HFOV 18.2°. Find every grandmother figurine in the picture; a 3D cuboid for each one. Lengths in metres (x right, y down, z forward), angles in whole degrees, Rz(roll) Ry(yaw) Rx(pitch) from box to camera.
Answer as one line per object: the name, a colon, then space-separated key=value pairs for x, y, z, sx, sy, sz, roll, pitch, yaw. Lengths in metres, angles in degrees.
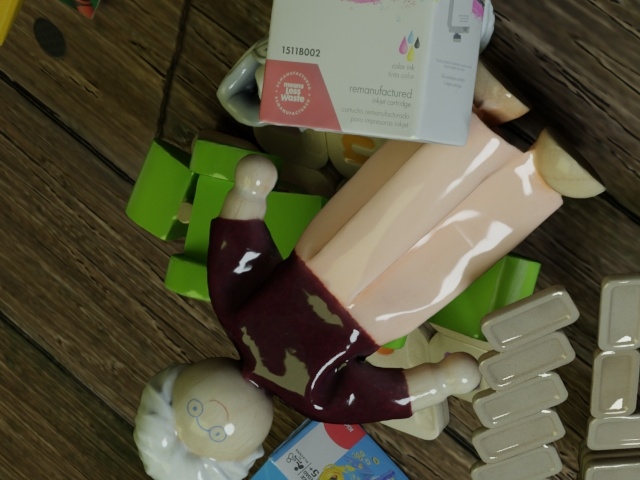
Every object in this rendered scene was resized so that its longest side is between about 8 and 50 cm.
grandmother figurine: x=0.009 y=0.032 z=1.278 sx=0.342 sy=0.104 sz=0.208 roll=-45 pitch=72 yaw=11

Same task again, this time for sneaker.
sneaker: x=0.018 y=-0.117 z=1.298 sx=0.232 sy=0.115 sz=0.090 roll=-23 pitch=102 yaw=53

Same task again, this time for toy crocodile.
toy crocodile: x=0.000 y=0.000 z=1.400 sx=0.340 sy=0.105 sz=0.115 roll=14 pitch=94 yaw=31

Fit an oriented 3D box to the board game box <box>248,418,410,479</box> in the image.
board game box: x=0.032 y=0.326 z=1.687 sx=0.308 sy=0.086 sz=0.302 roll=47 pitch=144 yaw=7

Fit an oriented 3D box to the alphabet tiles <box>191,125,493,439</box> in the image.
alphabet tiles: x=0.024 y=0.018 z=1.487 sx=0.278 sy=0.021 sz=0.284 roll=18 pitch=133 yaw=34

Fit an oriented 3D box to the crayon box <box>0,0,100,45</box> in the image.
crayon box: x=-0.289 y=-0.269 z=1.423 sx=0.318 sy=0.081 sz=0.202 roll=25 pitch=139 yaw=-6

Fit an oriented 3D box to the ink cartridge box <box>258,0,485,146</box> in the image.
ink cartridge box: x=0.037 y=-0.161 z=1.195 sx=0.115 sy=0.067 sz=0.198 roll=8 pitch=92 yaw=32

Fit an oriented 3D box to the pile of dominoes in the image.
pile of dominoes: x=0.191 y=0.106 z=1.298 sx=0.196 sy=0.040 sz=0.251 roll=-4 pitch=129 yaw=-3
